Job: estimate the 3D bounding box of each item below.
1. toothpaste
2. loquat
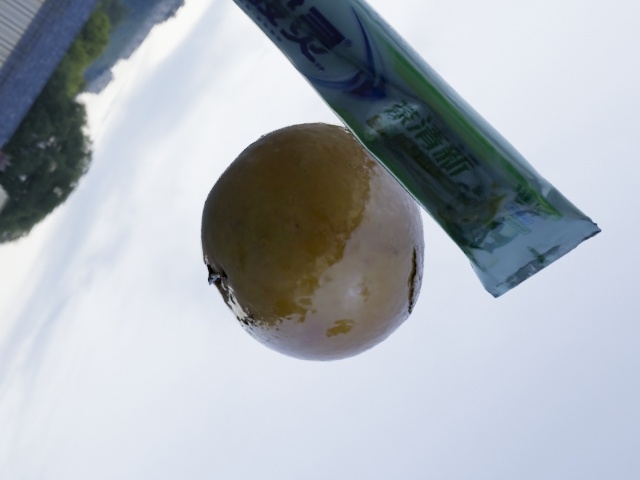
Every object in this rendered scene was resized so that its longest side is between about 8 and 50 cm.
[{"bbox_3d":[0.018,-0.092,0.426,0.075,0.297,0.048,-42,-178,37],"label":"toothpaste"},{"bbox_3d":[0.000,0.000,0.877,0.263,0.263,0.263,-42,-152,29],"label":"loquat"}]
